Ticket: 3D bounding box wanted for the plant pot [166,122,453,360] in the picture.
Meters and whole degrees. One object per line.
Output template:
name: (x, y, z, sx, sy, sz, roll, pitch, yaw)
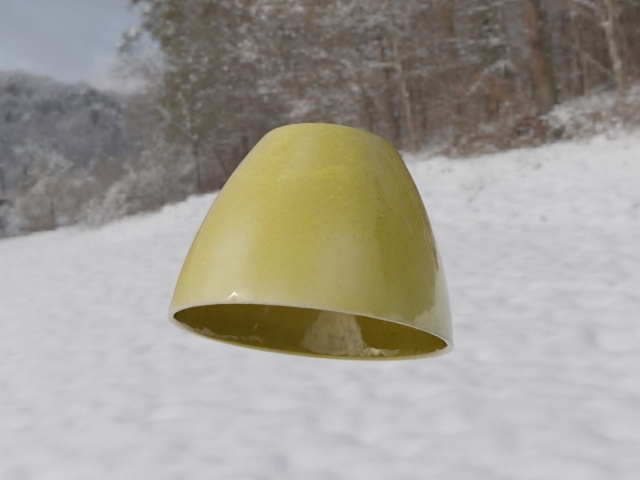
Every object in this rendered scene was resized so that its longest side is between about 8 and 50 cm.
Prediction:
plant pot: (0.000, 0.000, 0.488, 0.134, 0.095, 0.134, 6, -16, 2)
